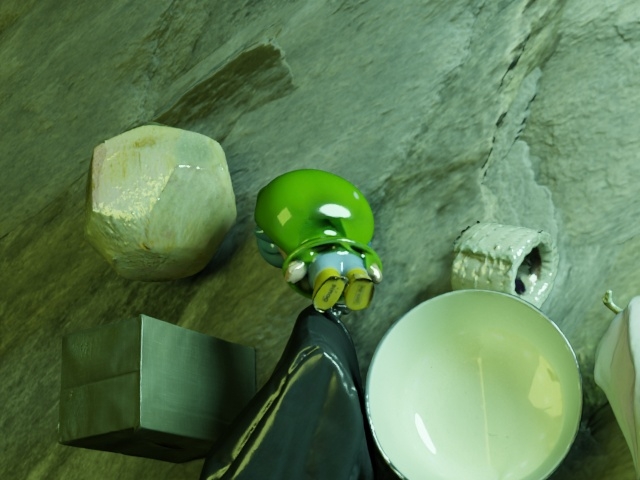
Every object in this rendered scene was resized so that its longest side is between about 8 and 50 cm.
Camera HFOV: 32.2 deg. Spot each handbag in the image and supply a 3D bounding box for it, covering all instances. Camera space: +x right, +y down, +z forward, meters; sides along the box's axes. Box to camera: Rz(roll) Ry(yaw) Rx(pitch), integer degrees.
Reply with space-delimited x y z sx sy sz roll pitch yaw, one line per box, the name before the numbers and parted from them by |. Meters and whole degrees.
handbag | -0.009 0.227 1.301 0.178 0.302 0.275 36 94 -2

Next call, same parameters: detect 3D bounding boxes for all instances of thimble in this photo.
thimble | 0.214 0.031 1.291 0.090 0.115 0.102 13 94 38

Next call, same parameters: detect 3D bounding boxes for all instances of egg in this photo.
egg | 0.377 0.165 1.067 0.206 0.162 0.271 -20 75 22

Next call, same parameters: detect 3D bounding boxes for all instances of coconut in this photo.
coconut | -0.234 -0.063 1.610 0.237 0.197 0.236 -8 63 16

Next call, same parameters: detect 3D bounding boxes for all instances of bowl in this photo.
bowl | 0.177 0.182 1.237 0.238 0.126 0.237 -5 71 14

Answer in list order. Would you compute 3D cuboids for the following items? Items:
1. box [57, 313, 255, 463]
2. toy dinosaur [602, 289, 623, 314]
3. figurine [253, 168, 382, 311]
box | -0.211 0.207 1.475 0.149 0.231 0.155 -16 66 32
toy dinosaur | 0.370 0.117 1.198 0.058 0.037 0.180 -48 46 30
figurine | 0.000 0.000 1.419 0.263 0.162 0.143 -118 31 -58
